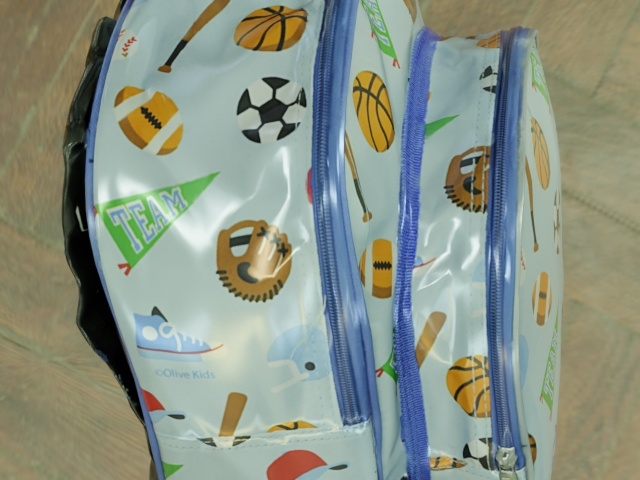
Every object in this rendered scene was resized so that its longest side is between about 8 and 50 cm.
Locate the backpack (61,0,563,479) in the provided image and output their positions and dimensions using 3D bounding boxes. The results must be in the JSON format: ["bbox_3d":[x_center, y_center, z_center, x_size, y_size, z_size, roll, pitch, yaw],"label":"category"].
[{"bbox_3d":[0.000,0.000,0.629,0.213,0.276,0.263,-11,131,12],"label":"backpack"}]
